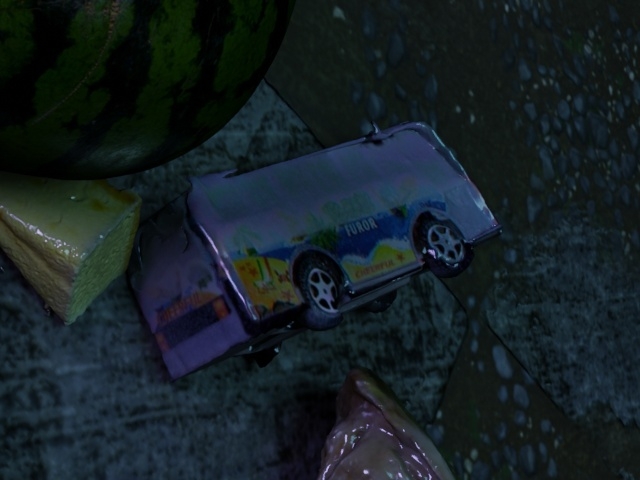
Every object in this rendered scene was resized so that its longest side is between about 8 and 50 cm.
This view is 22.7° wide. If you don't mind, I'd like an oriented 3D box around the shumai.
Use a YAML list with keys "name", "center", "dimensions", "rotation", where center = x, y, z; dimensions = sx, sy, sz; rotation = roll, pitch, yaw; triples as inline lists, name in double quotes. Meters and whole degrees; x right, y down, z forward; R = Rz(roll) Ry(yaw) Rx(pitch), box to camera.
- name: "shumai"
  center: [0.051, 0.200, 1.170]
  dimensions: [0.120, 0.201, 0.201]
  rotation: [-38, 112, -3]

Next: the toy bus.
- name: "toy bus"
  center: [0.000, 0.000, 1.193]
  dimensions: [0.317, 0.112, 0.138]
  rotation: [-21, 84, -50]

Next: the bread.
- name: "bread"
  center: [-0.185, -0.009, 1.053]
  dimensions: [0.109, 0.080, 0.084]
  rotation: [31, 48, 5]

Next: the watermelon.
- name: "watermelon"
  center: [-0.152, -0.175, 0.955]
  dimensions: [0.285, 0.285, 0.285]
  rotation: [18, 65, -44]
